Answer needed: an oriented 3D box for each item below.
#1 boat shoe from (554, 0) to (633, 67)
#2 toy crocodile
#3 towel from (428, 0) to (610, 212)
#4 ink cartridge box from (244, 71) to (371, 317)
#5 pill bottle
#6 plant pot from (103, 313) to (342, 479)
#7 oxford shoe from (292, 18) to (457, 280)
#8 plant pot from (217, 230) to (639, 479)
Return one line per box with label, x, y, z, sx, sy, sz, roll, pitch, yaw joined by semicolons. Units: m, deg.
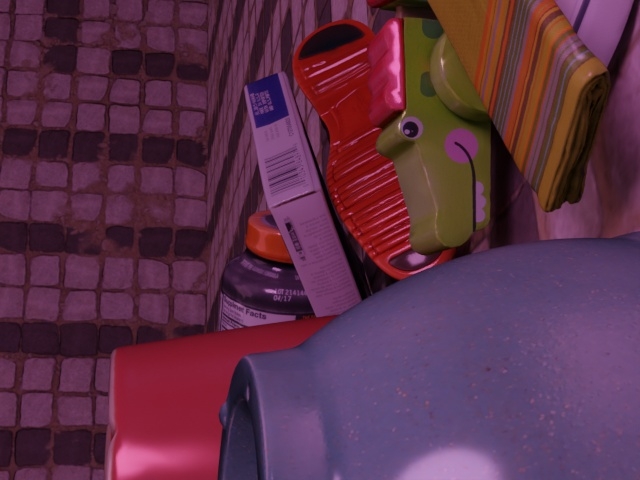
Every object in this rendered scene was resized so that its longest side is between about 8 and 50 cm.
boat shoe;0.111;-0.202;0.563;0.095;0.084;0.258;-157;70;-78
toy crocodile;0.072;-0.161;0.704;0.115;0.105;0.340;175;97;-79
towel;0.080;-0.134;0.564;0.102;0.021;0.237;91;160;-57
ink cartridge box;0.000;0.000;0.940;0.223;0.045;0.224;-106;-6;-58
pill bottle;-0.042;0.094;1.159;0.130;0.131;0.245;-118;33;-69
plant pot;-0.023;0.172;0.751;0.275;0.243;0.274;-178;90;-79
oxford shoe;0.056;-0.062;0.877;0.098;0.097;0.271;56;-166;-47
plant pot;0.057;0.137;0.473;0.293;0.196;0.292;-177;90;-78
